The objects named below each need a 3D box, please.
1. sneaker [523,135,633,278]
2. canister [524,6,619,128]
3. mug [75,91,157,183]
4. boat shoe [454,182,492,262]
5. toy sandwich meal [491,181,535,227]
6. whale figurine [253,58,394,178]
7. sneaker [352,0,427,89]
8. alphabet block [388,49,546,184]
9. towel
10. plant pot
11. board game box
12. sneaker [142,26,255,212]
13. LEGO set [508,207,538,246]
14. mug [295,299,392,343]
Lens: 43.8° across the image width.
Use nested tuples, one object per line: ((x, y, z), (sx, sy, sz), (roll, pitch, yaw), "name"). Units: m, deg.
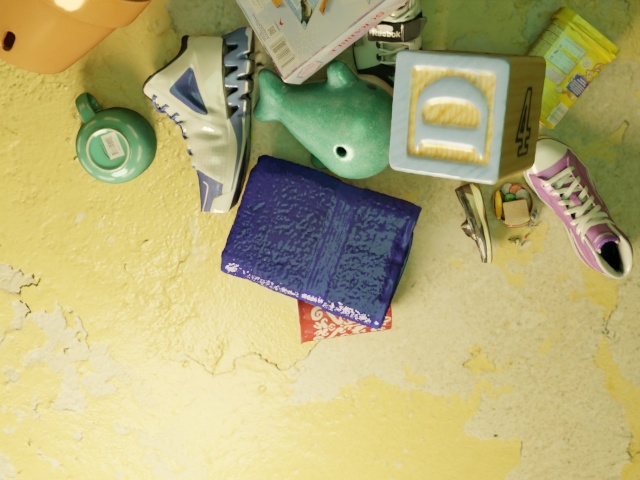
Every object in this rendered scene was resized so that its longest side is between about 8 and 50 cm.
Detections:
((0.459, -0.057, 1.385), (0.102, 0.161, 0.282), (-36, 101, 10), "sneaker")
((0.406, -0.293, 1.368), (0.126, 0.073, 0.170), (36, 103, -9), "canister")
((-0.370, -0.169, 1.383), (0.157, 0.097, 0.130), (23, 103, -6), "mug")
((0.279, -0.030, 1.448), (0.049, 0.056, 0.152), (-12, 95, 8), "boat shoe")
((0.348, -0.064, 1.437), (0.085, 0.029, 0.086), (0, 89, 12), "toy sandwich meal")
((0.007, -0.200, 1.346), (0.272, 0.141, 0.216), (19, 132, 6), "whale figurine")
((0.110, -0.371, 1.312), (0.122, 0.146, 0.331), (-10, 106, 1), "sneaker")
((0.240, -0.208, 1.293), (0.192, 0.197, 0.194), (13, 108, 27), "alphabet block")
((0.000, 0.000, 1.389), (0.308, 0.076, 0.228), (20, 88, 4), "towel")
((-0.433, -0.400, 1.247), (0.291, 0.291, 0.203), (40, 117, -10), "plant pot")
((-0.003, -0.466, 1.235), (0.318, 0.066, 0.319), (-32, 83, 24), "board game box")
((-0.212, -0.212, 1.370), (0.182, 0.127, 0.316), (6, 98, 2), "sneaker")
((0.376, -0.027, 1.461), (0.054, 0.023, 0.083), (3, 104, -1), "LEGO set")
((0.040, 0.109, 1.450), (0.169, 0.113, 0.150), (-4, 115, -3), "mug")
